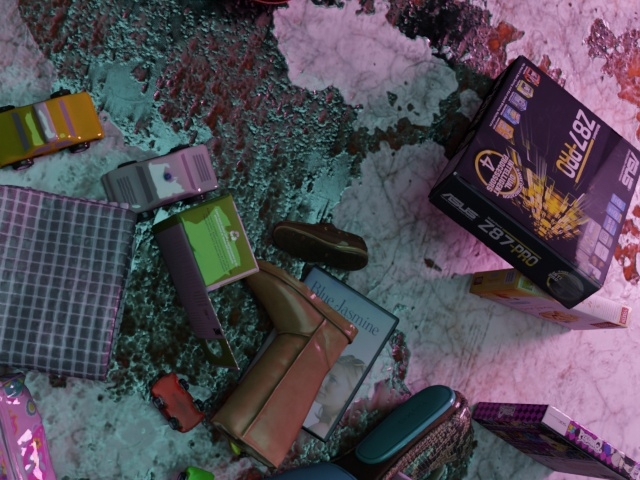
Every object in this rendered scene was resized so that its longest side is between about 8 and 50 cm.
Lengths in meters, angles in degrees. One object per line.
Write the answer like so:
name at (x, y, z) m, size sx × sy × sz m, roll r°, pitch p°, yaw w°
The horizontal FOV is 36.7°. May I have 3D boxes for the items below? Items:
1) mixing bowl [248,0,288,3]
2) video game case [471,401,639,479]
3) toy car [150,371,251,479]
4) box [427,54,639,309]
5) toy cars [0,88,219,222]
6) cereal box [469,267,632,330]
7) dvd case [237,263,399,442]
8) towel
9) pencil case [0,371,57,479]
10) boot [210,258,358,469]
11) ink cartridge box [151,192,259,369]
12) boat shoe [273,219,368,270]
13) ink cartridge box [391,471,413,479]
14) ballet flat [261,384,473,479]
mixing bowl at (-0.105, -0.482, 1.671) m, size 0.181 × 0.098 × 0.182 m, roll 3°, pitch 82°, yaw -19°
video game case at (0.408, 0.351, 1.693) m, size 0.210 × 0.232 × 0.042 m, roll 33°, pitch 72°, yaw -13°
toy car at (-0.194, 0.355, 1.561) m, size 0.239 × 0.053 × 0.225 m, roll 24°, pitch 68°, yaw -15°
box at (0.397, -0.114, 1.720) m, size 0.318 × 0.097 × 0.395 m, roll 39°, pitch 48°, yaw -5°
toy cars at (-0.346, -0.140, 1.553) m, size 0.393 × 0.087 × 0.177 m, roll 23°, pitch 77°, yaw -16°
cereal box at (0.416, 0.109, 1.754) m, size 0.240 × 0.173 × 0.047 m, roll 20°, pitch 78°, yaw -16°
dvd case at (-0.001, 0.192, 1.655) m, size 0.180 × 0.022 × 0.253 m, roll 33°, pitch 74°, yaw 0°
towel at (-0.412, 0.060, 1.466) m, size 0.234 × 0.121 × 0.284 m, roll 9°, pitch 80°, yaw -7°
pencil case at (-0.459, 0.344, 1.443) m, size 0.124 × 0.124 × 0.284 m, roll -16°, pitch 89°, yaw -20°
boot at (-0.091, 0.194, 1.571) m, size 0.236 × 0.089 × 0.270 m, roll 36°, pitch 69°, yaw -1°
ink cartridge box at (-0.165, 0.069, 1.543) m, size 0.097 × 0.188 × 0.255 m, roll -23°, pitch 93°, yaw -22°
boat shoe at (0.000, 0.000, 1.682) m, size 0.177 × 0.064 × 0.060 m, roll 17°, pitch 48°, yaw -19°
ink cartridge box at (0.176, 0.605, 1.574) m, size 0.385 × 0.091 × 0.308 m, roll 41°, pitch 79°, yaw -26°
ballet flat at (0.069, 0.421, 1.616) m, size 0.482 × 0.164 × 0.182 m, roll -25°, pitch 108°, yaw -22°
